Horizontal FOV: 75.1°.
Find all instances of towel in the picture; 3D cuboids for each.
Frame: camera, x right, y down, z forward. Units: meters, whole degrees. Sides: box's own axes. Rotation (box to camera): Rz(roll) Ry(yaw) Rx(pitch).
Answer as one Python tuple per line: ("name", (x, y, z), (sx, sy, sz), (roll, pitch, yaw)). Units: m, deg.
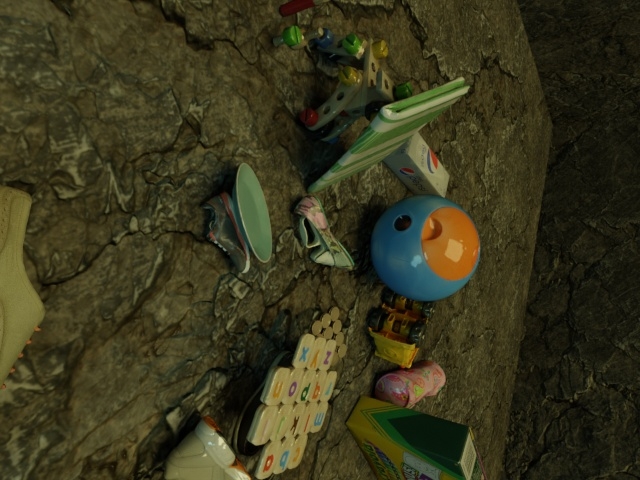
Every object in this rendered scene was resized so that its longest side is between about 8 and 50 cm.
("towel", (0.128, -0.213, 0.882), (0.248, 0.325, 0.038), (-30, 88, -30))

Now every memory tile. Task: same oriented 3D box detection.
("memory tile", (0.020, 0.249, 1.046), (0.113, 0.012, 0.148), (-30, 116, -45))

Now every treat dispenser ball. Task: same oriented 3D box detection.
("treat dispenser ball", (0.278, 0.019, 1.126), (0.288, 0.288, 0.288), (-6, 98, -50))

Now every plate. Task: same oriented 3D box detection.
("plate", (-0.129, -0.049, 0.773), (0.188, 0.024, 0.188), (-12, 90, -82))

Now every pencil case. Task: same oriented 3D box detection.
("pencil case", (0.283, 0.450, 1.297), (0.284, 0.124, 0.124), (5, 89, -53))

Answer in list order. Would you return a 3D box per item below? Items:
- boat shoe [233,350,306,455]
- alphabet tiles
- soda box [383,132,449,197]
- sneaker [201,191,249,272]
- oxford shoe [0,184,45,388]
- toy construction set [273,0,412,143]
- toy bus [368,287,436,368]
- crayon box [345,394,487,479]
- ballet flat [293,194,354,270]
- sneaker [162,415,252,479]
("boat shoe", (-0.097, 0.338, 0.865), (0.081, 0.069, 0.227), (55, 53, -39))
("alphabet tiles", (-0.046, 0.332, 0.858), (0.284, 0.021, 0.278), (35, 70, -59))
("soda box", (0.296, -0.225, 1.277), (0.286, 0.098, 0.091), (33, 68, -46))
("sneaker", (-0.177, -0.008, 0.763), (0.065, 0.061, 0.158), (-21, 109, -22))
("oxford shoe", (-0.375, 0.127, 0.457), (0.146, 0.140, 0.397), (-5, 99, -58))
("toy construction set", (0.072, -0.372, 0.879), (0.309, 0.237, 0.257), (52, 55, -39))
("toy bus", (0.251, 0.268, 1.243), (0.220, 0.149, 0.211), (-51, 142, -39))
("crayon box", (0.277, 0.612, 1.154), (0.106, 0.313, 0.363), (-52, 130, -39))
("ballet flat", (0.000, 0.000, 0.964), (0.079, 0.077, 0.221), (-40, 120, -19))
("sneaker", (-0.196, 0.439, 0.752), (0.121, 0.099, 0.262), (-33, 119, -25))
